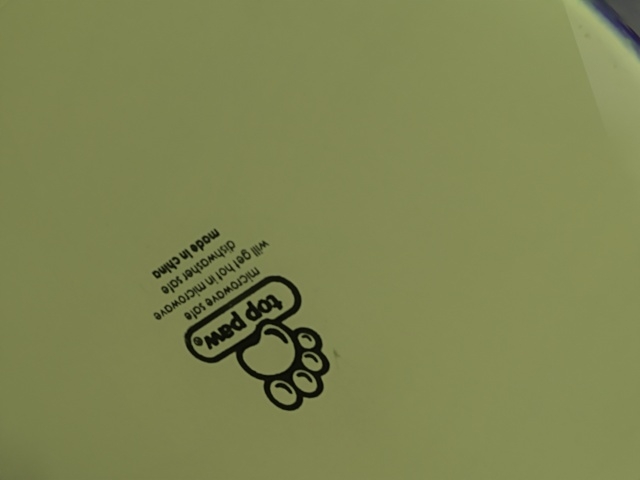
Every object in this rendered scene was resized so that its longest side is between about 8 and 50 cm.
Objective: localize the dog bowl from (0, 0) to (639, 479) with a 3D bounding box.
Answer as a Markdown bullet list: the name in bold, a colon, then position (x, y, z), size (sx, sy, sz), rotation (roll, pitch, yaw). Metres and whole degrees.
- **dog bowl**: position (0.000, 0.000, 0.446), size (0.264, 0.104, 0.265), rotation (10, 122, 17)
